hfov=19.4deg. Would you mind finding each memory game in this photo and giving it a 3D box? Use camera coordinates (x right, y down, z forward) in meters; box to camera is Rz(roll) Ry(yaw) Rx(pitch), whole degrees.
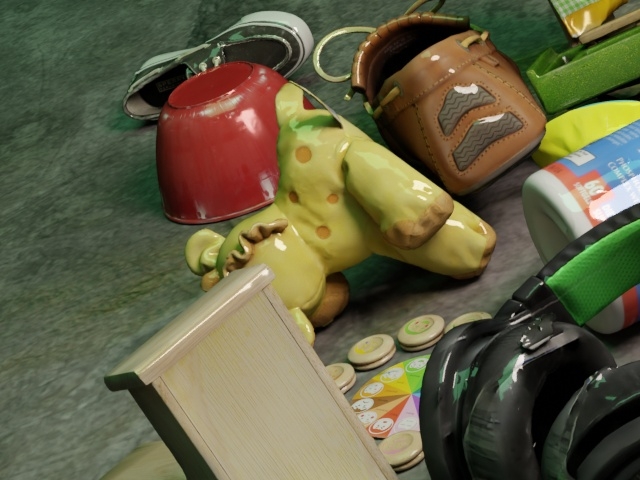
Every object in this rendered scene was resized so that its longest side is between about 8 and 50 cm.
[{"bbox_3d":[0.062,0.103,1.309,0.186,0.012,0.186,-19,25,9],"label":"memory game"}]

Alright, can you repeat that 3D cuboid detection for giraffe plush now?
[{"bbox_3d":[0.000,0.000,1.420,0.170,0.210,0.181,-54,30,3],"label":"giraffe plush"}]

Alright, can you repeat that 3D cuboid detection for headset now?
[{"bbox_3d":[0.136,0.105,1.034,0.394,0.185,0.243,-50,32,-15],"label":"headset"}]

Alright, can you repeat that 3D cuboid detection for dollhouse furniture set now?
[{"bbox_3d":[0.239,-0.252,1.573,0.151,0.198,0.301,-25,9,23],"label":"dollhouse furniture set"},{"bbox_3d":[-0.087,0.125,1.150,0.212,0.161,0.242,-40,14,-32],"label":"dollhouse furniture set"}]

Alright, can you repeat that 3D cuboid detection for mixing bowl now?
[{"bbox_3d":[-0.083,-0.104,1.749,0.181,0.098,0.181,-18,25,9],"label":"mixing bowl"}]

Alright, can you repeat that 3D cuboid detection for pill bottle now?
[{"bbox_3d":[0.261,-0.037,1.285,0.221,0.124,0.124,-28,25,-8],"label":"pill bottle"}]

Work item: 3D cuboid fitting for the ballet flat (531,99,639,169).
[{"bbox_3d":[0.260,-0.067,1.415,0.231,0.077,0.077,-8,42,27],"label":"ballet flat"}]

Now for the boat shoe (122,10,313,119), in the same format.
[{"bbox_3d":[-0.107,-0.170,1.937,0.219,0.078,0.070,-18,23,30],"label":"boat shoe"}]

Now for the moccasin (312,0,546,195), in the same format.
[{"bbox_3d":[0.084,-0.134,1.559,0.139,0.147,0.380,-35,10,9],"label":"moccasin"}]

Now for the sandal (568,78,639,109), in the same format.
[{"bbox_3d":[0.276,-0.129,1.547,0.179,0.040,0.067,-16,12,41],"label":"sandal"}]
